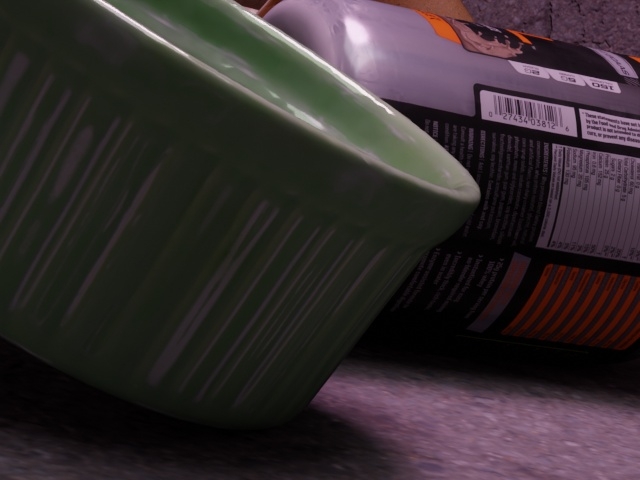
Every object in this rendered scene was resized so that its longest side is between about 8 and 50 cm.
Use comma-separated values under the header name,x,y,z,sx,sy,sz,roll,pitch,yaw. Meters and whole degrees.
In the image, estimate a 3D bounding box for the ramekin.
name,x,y,z,sx,sy,sz,roll,pitch,yaw
ramekin,-0.089,-0.042,0.849,0.303,0.148,0.303,31,10,-6

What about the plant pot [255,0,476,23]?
name,x,y,z,sx,sy,sz,roll,pitch,yaw
plant pot,0.063,-0.101,1.458,0.254,0.237,0.237,42,-1,-17

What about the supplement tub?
name,x,y,z,sx,sy,sz,roll,pitch,yaw
supplement tub,0.115,-0.031,1.139,0.338,0.207,0.207,9,9,-25

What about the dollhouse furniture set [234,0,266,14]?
name,x,y,z,sx,sy,sz,roll,pitch,yaw
dollhouse furniture set,-0.169,-0.285,1.890,0.174,0.355,0.303,11,-30,-16
